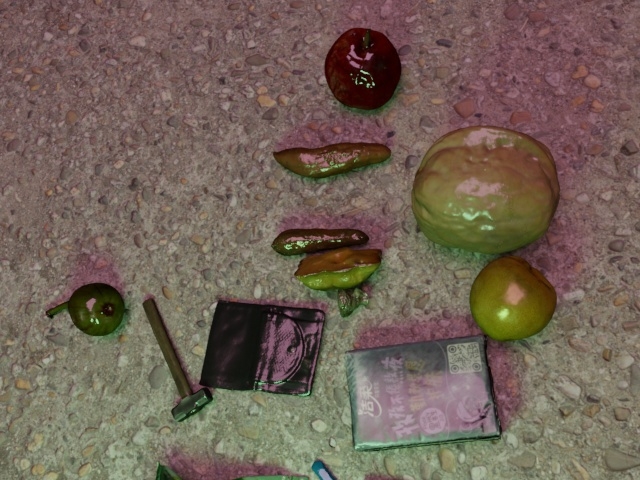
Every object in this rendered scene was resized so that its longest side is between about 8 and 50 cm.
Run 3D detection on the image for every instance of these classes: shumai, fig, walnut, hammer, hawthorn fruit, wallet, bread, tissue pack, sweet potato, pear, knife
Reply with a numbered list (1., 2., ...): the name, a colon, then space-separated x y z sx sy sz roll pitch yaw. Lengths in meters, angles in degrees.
1. shumai: 0.088 0.162 1.899 0.081 0.082 0.083 -5 91 9
2. fig: -0.672 0.193 2.046 0.259 0.151 0.151 -1 67 41
3. walnut: 0.414 -0.130 1.805 0.382 0.381 0.380 -4 69 11
4. hammer: -0.412 0.312 1.962 0.111 0.043 0.365 -35 63 9
5. hawthorn fruit: 0.125 -0.518 2.051 0.230 0.266 0.210 41 64 19
6. wallet: -0.157 0.289 1.920 0.323 0.041 0.247 3 69 19
7. bread: 0.053 0.076 1.899 0.233 0.160 0.088 -12 111 12
8. tissue pack: 0.247 0.375 1.760 0.362 0.122 0.259 -10 66 11
9. sweet potato: 0.000 0.000 1.981 0.274 0.075 0.075 -4 69 8
10. pear: 0.464 0.150 1.753 0.209 0.209 0.208 -4 69 11
11. knife: 0.078 0.655 1.738 0.044 0.026 0.296 -39 64 -7
12. sweet potato: 0.024 -0.228 2.050 0.355 0.095 0.106 -1 42 13

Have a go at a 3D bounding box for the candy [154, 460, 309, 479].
1. candy: -0.231 0.684 1.722 0.398 0.172 0.262 4 68 2
